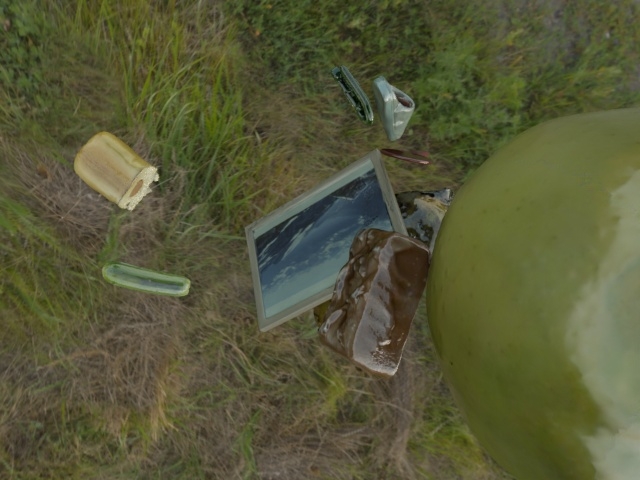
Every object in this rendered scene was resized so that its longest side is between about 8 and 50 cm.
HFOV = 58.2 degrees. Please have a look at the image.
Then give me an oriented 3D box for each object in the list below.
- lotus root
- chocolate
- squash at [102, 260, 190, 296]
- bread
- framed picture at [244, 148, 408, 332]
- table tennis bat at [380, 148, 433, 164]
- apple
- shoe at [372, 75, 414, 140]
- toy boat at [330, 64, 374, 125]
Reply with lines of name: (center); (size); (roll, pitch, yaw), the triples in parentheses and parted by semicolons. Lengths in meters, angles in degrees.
lotus root: (0.135, 0.051, 1.171); (0.179, 0.196, 0.397); (33, 95, -25)
chocolate: (0.072, 0.090, 0.857); (0.093, 0.148, 0.214); (22, 85, -19)
squash: (-0.456, 0.103, 1.512); (0.229, 0.066, 0.066); (14, 86, -24)
bread: (-0.481, -0.166, 1.354); (0.173, 0.085, 0.134); (41, 102, 5)
framed picture: (0.000, 0.000, 1.093); (0.022, 0.335, 0.247); (33, 36, -48)
table tennis bat: (0.169, -0.158, 1.072); (0.155, 0.098, 0.019); (-18, 123, -62)
apple: (0.337, 0.080, 0.635); (0.474, 0.474, 0.473); (-1, 92, -24)
shoe: (0.206, -0.368, 1.580); (0.100, 0.251, 0.103); (-21, 68, 8)
toy boat: (0.105, -0.447, 1.774); (0.052, 0.104, 0.210); (-35, 98, -15)
